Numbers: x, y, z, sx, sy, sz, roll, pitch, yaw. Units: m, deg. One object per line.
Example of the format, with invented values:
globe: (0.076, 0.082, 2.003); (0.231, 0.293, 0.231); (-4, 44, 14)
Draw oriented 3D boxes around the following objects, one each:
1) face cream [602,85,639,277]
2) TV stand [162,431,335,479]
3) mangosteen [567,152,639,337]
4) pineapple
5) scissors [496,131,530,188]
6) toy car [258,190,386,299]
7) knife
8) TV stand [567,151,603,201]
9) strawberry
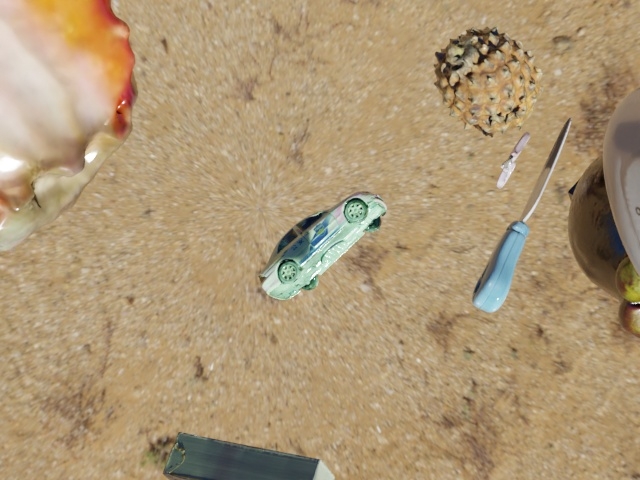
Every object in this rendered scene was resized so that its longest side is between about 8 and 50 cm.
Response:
face cream: (0.208, 0.003, 0.309); (0.071, 0.291, 0.144); (-31, 102, -10)
TV stand: (-0.121, 0.392, 1.527); (0.269, 0.088, 0.082); (5, 59, 25)
mangosteen: (0.521, -0.002, 1.388); (0.297, 0.297, 0.313); (9, 79, -4)
pineapple: (0.245, -0.246, 1.390); (0.193, 0.166, 0.166); (26, 90, -43)
scissors: (0.290, -0.120, 1.408); (0.015, 0.189, 0.100); (28, 105, 10)
toy car: (0.000, 0.000, 1.397); (0.224, 0.090, 0.076); (-43, 68, 7)
knife: (0.225, -0.034, 0.983); (0.032, 0.058, 0.244); (27, 79, 7)
TV stand: (0.535, -0.162, 1.623); (0.256, 0.049, 0.040); (-48, 57, -4)
strawberry: (-0.300, -0.148, 0.668); (0.336, 0.149, 0.265); (51, 60, -25)
